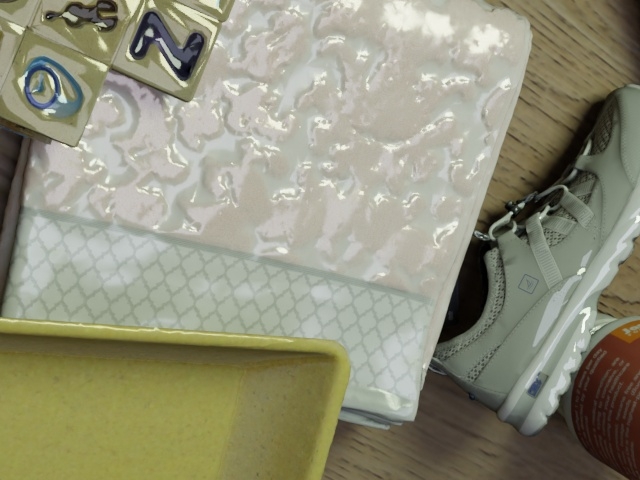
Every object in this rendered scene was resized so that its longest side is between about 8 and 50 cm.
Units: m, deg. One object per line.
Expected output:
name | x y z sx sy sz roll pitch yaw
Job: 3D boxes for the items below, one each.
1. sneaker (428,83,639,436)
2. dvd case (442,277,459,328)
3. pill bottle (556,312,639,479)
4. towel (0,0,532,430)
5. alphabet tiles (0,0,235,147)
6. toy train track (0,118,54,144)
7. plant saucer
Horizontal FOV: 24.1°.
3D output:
sneaker | 0.171 -0.002 1.118 0.115 0.105 0.281 25 76 6
dvd case | 0.000 0.000 1.094 0.221 0.018 0.165 -8 106 -21
pill bottle | 0.259 0.126 1.128 0.121 0.216 0.121 -6 106 -23
towel | -0.039 -0.047 1.026 0.331 0.053 0.317 14 94 -22
alphabet tiles | -0.200 -0.230 0.913 0.342 0.011 0.285 23 85 -19
toy train track | -0.201 -0.078 0.961 0.014 0.083 0.048 6 104 -61
plant saucer | -0.177 0.191 0.954 0.332 0.081 0.333 6 108 -29
